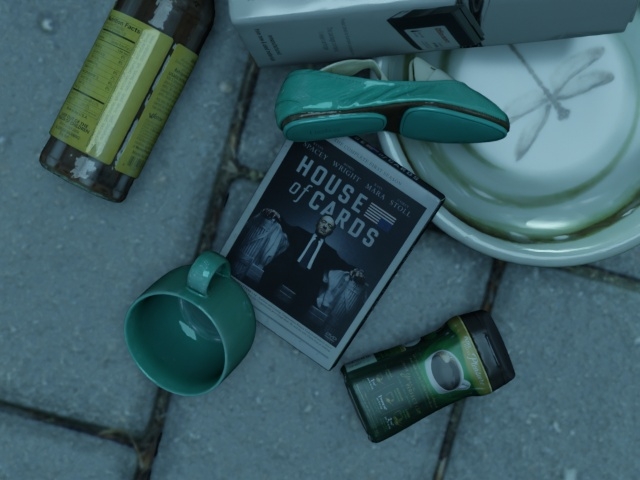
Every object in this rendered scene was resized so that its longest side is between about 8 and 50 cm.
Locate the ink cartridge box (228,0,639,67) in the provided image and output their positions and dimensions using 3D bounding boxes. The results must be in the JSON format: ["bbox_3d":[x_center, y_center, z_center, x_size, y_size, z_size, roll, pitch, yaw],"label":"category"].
[{"bbox_3d":[0.108,-0.346,1.163,0.394,0.166,0.286,-5,82,6],"label":"ink cartridge box"}]

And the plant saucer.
[{"bbox_3d":[0.250,-0.172,1.298,0.400,0.100,0.401,0,92,-2],"label":"plant saucer"}]

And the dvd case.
[{"bbox_3d":[0.000,0.000,1.278,0.179,0.029,0.239,35,111,7],"label":"dvd case"}]

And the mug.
[{"bbox_3d":[-0.127,0.086,1.274,0.157,0.097,0.129,-30,99,34],"label":"mug"}]

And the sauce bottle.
[{"bbox_3d":[-0.185,-0.213,1.275,0.111,0.111,0.344,28,90,-3],"label":"sauce bottle"}]

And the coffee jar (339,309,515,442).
[{"bbox_3d":[0.122,0.150,1.316,0.184,0.079,0.096,-23,91,-1],"label":"coffee jar"}]

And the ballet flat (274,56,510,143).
[{"bbox_3d":[0.076,-0.150,1.206,0.247,0.083,0.087,0,71,-6],"label":"ballet flat"}]
